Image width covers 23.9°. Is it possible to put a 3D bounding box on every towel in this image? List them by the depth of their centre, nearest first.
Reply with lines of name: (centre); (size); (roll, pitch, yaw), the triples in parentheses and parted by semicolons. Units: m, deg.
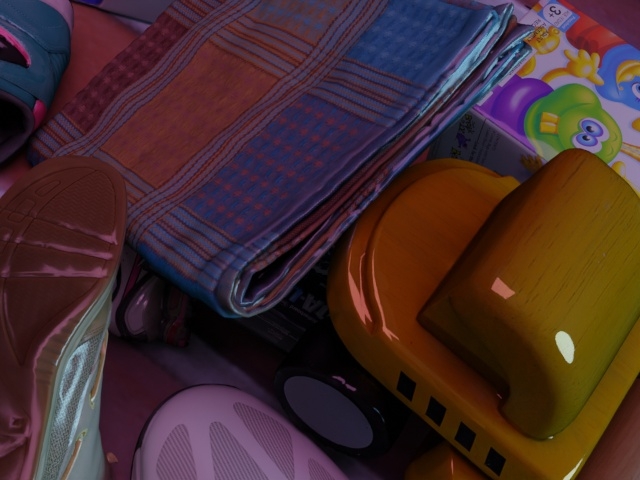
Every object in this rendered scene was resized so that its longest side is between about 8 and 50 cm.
towel: (-0.054, -0.101, 1.068); (0.271, 0.040, 0.370); (-45, 35, -9)

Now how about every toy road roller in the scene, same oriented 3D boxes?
toy road roller: (0.150, 0.086, 0.982); (0.329, 0.240, 0.202); (40, 60, -3)

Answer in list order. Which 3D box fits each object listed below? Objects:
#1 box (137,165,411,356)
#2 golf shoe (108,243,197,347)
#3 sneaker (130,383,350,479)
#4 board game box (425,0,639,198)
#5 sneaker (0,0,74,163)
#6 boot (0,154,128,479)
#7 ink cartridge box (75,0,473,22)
box: (0.000, 0.000, 1.124); (0.220, 0.051, 0.175); (32, 58, -11)
golf shoe: (-0.126, -0.010, 1.145); (0.086, 0.067, 0.186); (8, 58, -3)
sneaker: (0.023, 0.237, 0.904); (0.169, 0.257, 0.447); (-23, 64, -19)
board game box: (0.233, -0.036, 1.160); (0.275, 0.144, 0.142); (38, 62, 15)
sneaker: (-0.341, -0.121, 1.162); (0.295, 0.124, 0.178); (0, 50, -8)
boot: (-0.177, 0.096, 0.996); (0.095, 0.203, 0.262); (7, 65, 6)
ink cartridge box: (-0.046, -0.249, 1.305); (0.371, 0.069, 0.175); (14, 59, 4)
